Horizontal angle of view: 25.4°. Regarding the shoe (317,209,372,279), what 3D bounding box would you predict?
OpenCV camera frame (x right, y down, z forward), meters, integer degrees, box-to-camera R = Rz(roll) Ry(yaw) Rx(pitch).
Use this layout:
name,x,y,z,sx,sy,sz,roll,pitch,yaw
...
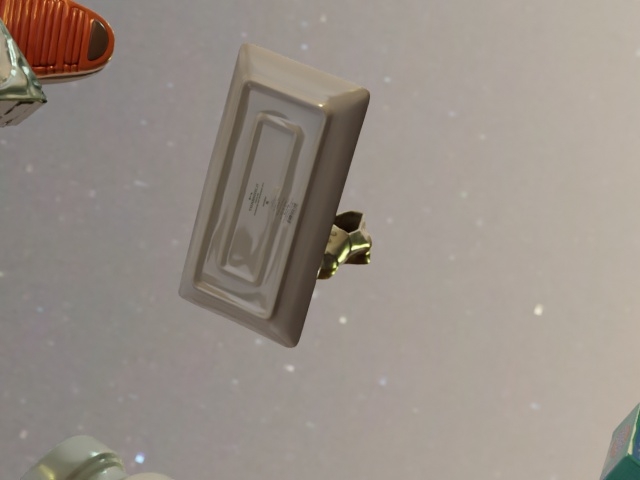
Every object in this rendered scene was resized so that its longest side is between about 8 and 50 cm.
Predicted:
name,x,y,z,sx,sy,sz,roll,pitch,yaw
shoe,0.000,0.000,1.522,0.219,0.076,0.058,-10,-63,-68

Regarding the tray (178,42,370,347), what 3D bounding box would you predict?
name,x,y,z,sx,sy,sz,roll,pitch,yaw
tray,-0.054,-0.040,1.359,0.030,0.145,0.270,-21,-49,-62

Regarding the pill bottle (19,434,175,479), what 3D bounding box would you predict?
name,x,y,z,sx,sy,sz,roll,pitch,yaw
pill bottle,-0.168,0.382,1.525,0.210,0.363,0.210,-47,-23,-26

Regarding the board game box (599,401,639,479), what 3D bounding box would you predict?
name,x,y,z,sx,sy,sz,roll,pitch,yaw
board game box,0.359,0.253,1.314,0.047,0.210,0.160,-54,-6,20

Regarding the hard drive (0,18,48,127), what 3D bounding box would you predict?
name,x,y,z,sx,sy,sz,roll,pitch,yaw
hard drive,-0.442,-0.227,1.483,0.064,0.237,0.339,-34,-7,20

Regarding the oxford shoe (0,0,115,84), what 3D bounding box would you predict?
name,x,y,z,sx,sy,sz,roll,pitch,yaw
oxford shoe,-0.425,-0.230,1.749,0.133,0.363,0.130,81,-167,-63
